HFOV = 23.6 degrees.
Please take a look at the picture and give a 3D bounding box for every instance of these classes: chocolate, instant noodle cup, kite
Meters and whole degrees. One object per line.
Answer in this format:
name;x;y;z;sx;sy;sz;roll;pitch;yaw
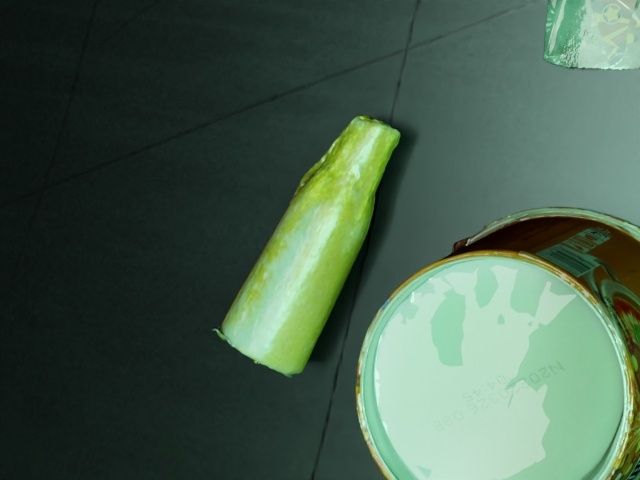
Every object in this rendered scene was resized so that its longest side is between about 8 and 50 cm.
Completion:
chocolate;0.000;0.000;1.241;0.086;0.086;0.219;33;100;20
instant noodle cup;0.150;0.098;1.110;0.250;0.192;0.250;0;91;23
kite;0.285;-0.175;1.141;0.245;0.015;0.141;19;100;25
